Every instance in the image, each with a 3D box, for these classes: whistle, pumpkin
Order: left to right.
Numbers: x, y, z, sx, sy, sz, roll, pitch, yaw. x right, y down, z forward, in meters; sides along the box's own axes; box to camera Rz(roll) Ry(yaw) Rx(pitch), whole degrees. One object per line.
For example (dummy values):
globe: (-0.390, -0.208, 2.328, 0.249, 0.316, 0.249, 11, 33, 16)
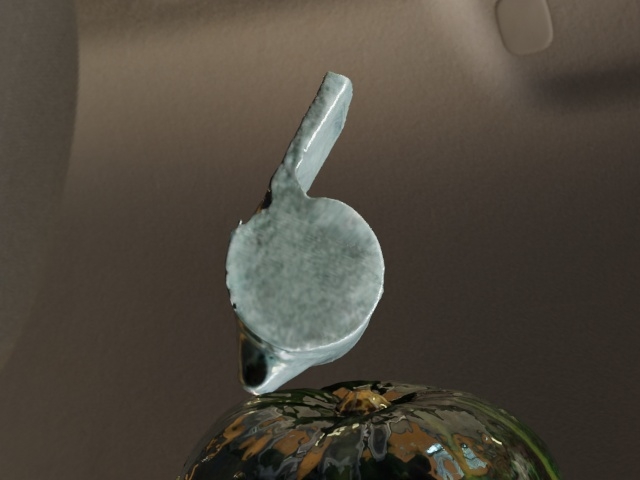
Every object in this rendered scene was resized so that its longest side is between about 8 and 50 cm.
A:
whistle: (-0.029, -0.013, 0.952, 0.188, 0.168, 0.405, -6, -106, -3)
pumpkin: (0.037, 0.216, 0.559, 0.300, 0.300, 0.207, -1, -95, 32)

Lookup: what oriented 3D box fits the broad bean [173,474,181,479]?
broad bean: (-0.214, 0.486, 1.030, 0.056, 0.098, 0.318, 8, -113, -6)
